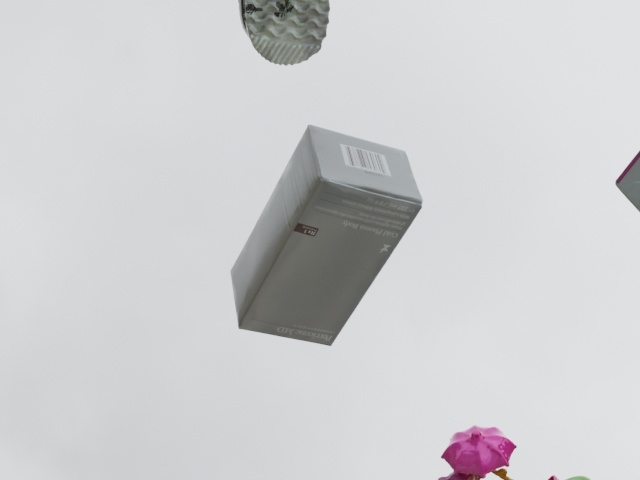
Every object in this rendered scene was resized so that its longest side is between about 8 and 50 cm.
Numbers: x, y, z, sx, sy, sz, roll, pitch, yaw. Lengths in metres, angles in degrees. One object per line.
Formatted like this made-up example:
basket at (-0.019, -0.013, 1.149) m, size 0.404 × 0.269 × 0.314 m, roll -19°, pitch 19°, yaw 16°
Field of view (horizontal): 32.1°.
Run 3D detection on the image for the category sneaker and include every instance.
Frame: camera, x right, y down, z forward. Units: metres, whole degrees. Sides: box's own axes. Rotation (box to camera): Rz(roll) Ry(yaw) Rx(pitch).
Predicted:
sneaker at (-0.038, -0.331, 1.085) m, size 0.102 × 0.146 × 0.293 m, roll 5°, pitch -68°, yaw -15°

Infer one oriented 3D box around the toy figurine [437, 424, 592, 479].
toy figurine at (0.200, 0.289, 1.286) m, size 0.159 × 0.130 × 0.173 m, roll 42°, pitch -65°, yaw -7°

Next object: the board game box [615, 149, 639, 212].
board game box at (0.550, -0.109, 1.420) m, size 0.224 × 0.303 × 0.097 m, roll -56°, pitch -132°, yaw 26°

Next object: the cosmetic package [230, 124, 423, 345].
cosmetic package at (0.000, 0.000, 1.233) m, size 0.127 × 0.107 × 0.238 m, roll 11°, pitch -53°, yaw -21°
